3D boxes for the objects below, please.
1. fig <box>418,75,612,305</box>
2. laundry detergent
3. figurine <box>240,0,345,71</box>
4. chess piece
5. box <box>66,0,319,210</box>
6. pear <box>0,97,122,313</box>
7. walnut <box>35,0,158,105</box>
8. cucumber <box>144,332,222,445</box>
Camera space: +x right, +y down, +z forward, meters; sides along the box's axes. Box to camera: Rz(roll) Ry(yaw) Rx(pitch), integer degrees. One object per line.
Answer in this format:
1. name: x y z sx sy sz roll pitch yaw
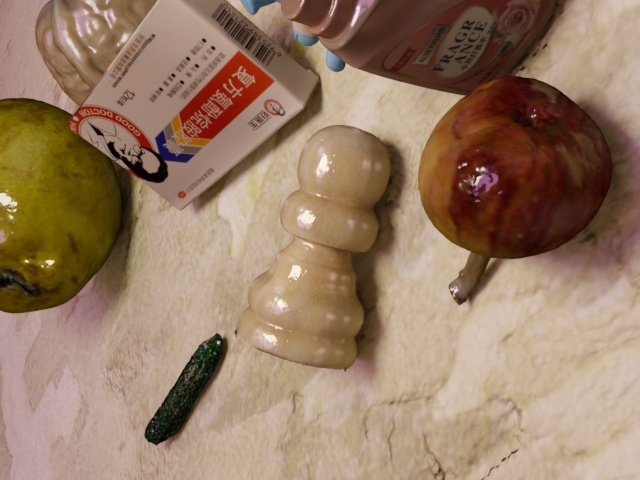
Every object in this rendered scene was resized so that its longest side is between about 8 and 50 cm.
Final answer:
1. fig: 0.138 -0.037 0.693 0.231 0.143 0.160 -42 23 52
2. laundry detergent: 0.093 -0.215 0.685 0.171 0.237 0.076 -52 47 35
3. figurine: 0.020 -0.270 0.780 0.154 0.262 0.180 36 142 33
4. chess piece: 0.000 0.000 0.888 0.143 0.143 0.260 23 101 53
5. box: -0.187 -0.185 1.092 0.353 0.214 0.069 -29 28 50
6. pear: -0.528 -0.068 1.452 0.352 0.352 0.413 -47 53 41
7. walnut: -0.313 -0.311 1.259 0.248 0.248 0.248 -8 80 53
8. cucumber: -0.205 0.231 1.215 0.256 0.043 0.044 -56 50 33
